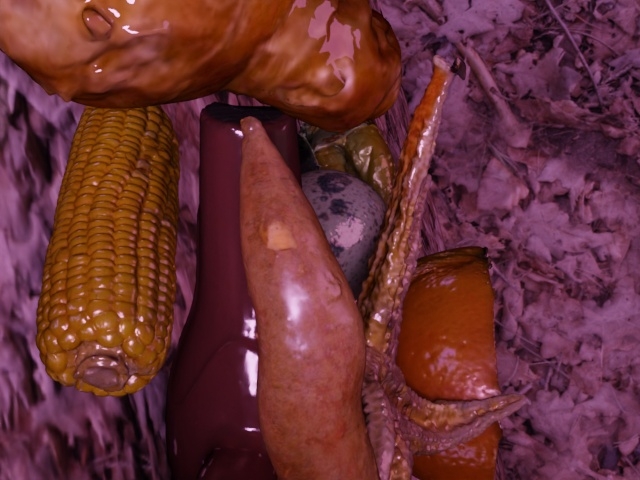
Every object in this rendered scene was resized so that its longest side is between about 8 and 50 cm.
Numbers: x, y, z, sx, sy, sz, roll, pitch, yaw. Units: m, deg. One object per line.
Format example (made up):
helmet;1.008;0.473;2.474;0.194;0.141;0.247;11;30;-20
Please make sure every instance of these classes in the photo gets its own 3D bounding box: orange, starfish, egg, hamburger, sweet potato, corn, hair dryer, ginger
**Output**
orange;0.147;0.139;1.233;0.310;0.274;0.274;-23;99;-51
starfish;0.084;0.077;0.895;0.398;0.132;0.384;43;54;-66
egg;0.000;0.000;1.039;0.172;0.132;0.132;-25;99;-67
hamburger;0.047;-0.040;1.286;0.214;0.125;0.235;60;3;-17
sweet potato;-0.003;0.077;0.556;0.067;0.059;0.281;-49;132;-75
corn;-0.122;-0.011;0.657;0.080;0.080;0.231;61;19;-45
hair dryer;-0.052;0.114;0.597;0.340;0.123;0.313;-75;165;-66
ginger;-0.082;-0.190;0.640;0.274;0.152;0.357;7;35;-33
